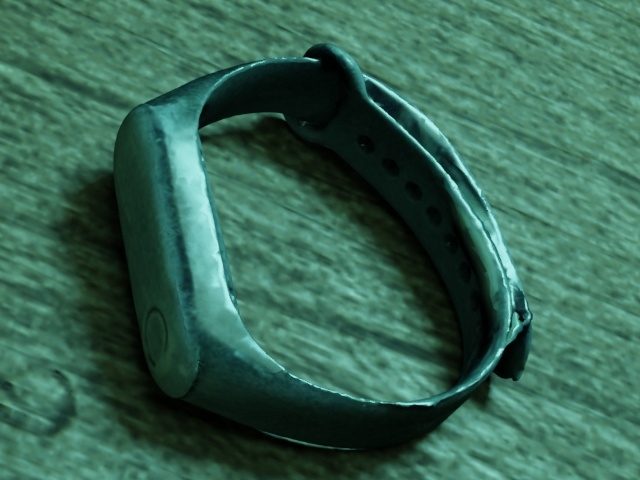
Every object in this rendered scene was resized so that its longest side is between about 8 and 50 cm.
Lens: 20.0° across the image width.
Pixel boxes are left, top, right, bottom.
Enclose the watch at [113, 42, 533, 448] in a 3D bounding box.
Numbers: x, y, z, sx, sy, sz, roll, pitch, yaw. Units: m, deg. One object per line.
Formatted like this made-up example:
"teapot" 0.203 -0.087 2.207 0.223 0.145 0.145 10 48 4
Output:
"watch" 0.000 0.000 0.887 0.193 0.068 0.206 0 62 -27
